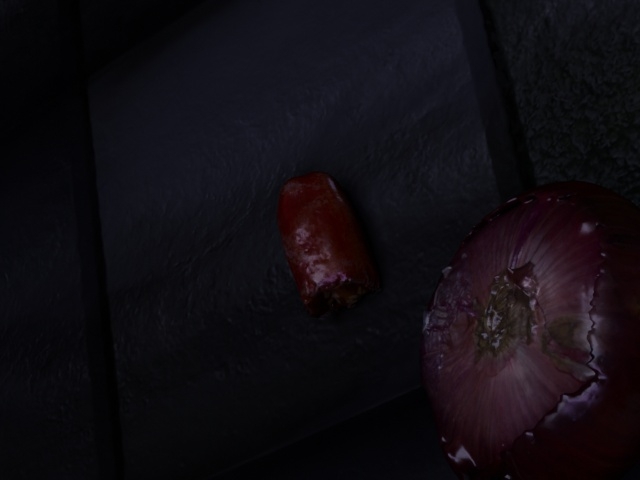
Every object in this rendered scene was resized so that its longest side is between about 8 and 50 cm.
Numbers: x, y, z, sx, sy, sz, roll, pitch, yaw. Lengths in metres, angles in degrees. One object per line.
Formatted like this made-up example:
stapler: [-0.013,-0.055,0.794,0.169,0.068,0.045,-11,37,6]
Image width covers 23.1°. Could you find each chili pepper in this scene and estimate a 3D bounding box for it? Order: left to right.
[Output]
chili pepper: [0.000,0.000,1.382,0.073,0.070,0.123,-48,49,40]

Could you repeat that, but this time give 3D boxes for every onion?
onion: [0.171,0.079,1.138,0.248,0.161,0.248,-24,49,31]
